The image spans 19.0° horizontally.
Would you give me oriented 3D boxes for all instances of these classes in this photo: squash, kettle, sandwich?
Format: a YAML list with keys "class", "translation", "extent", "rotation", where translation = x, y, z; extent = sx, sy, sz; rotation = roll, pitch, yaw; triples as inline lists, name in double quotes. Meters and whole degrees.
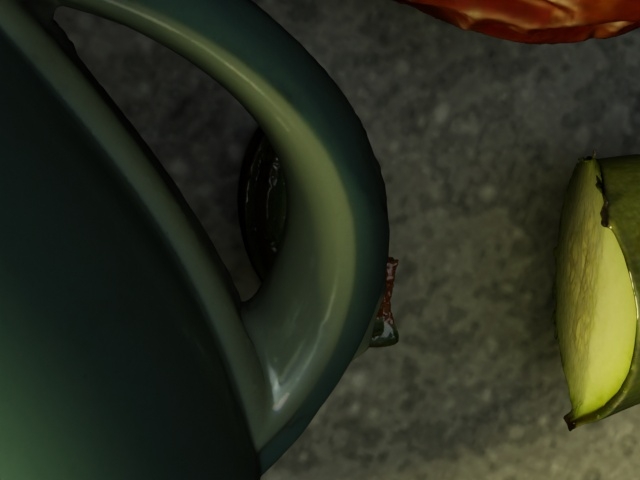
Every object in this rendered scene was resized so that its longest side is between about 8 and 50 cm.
- class: "squash"
  translation: [0.232, -0.001, 1.014]
  extent: [0.288, 0.137, 0.137]
  rotation: [-14, 103, -30]
- class: "kettle"
  translation: [-0.131, 0.021, 0.797]
  extent: [0.319, 0.247, 0.342]
  rotation: [-44, 123, 4]
- class: "sandwich"
  translation: [0.000, 0.002, 0.957]
  extent: [0.067, 0.029, 0.135]
  rotation: [-32, 108, -13]

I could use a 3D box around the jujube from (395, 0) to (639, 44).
- class: "jujube"
  translation: [0.037, -0.204, 0.863]
  extent: [0.342, 0.216, 0.216]
  rotation: [12, 93, -16]
